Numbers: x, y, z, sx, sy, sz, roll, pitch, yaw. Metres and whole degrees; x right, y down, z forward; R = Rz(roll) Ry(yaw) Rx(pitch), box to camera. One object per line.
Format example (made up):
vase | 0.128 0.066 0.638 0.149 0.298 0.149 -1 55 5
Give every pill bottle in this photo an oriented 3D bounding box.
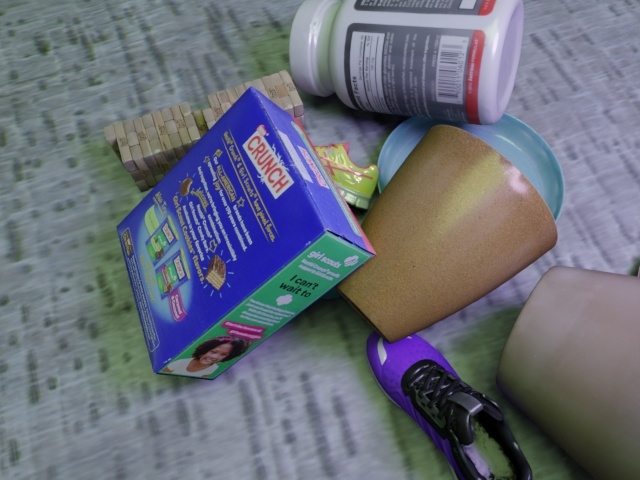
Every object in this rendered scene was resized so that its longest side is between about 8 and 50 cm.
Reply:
pill bottle | 0.142 -0.324 0.941 0.362 0.210 0.210 14 63 25

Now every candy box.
candy box | -0.123 -0.004 0.766 0.317 0.122 0.268 -40 56 21

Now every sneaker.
sneaker | 0.174 0.218 0.728 0.102 0.146 0.293 -34 68 -15
sneaker | 0.008 -0.134 0.936 0.208 0.081 0.094 30 92 4

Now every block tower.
block tower | -0.199 -0.194 0.977 0.335 0.091 0.097 -19 64 -8

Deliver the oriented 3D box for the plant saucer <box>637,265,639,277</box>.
plant saucer | 0.578 0.082 0.855 0.168 0.029 0.169 0 62 1

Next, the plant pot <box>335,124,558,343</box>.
plant pot | 0.147 0.015 0.760 0.254 0.237 0.237 -44 70 -6

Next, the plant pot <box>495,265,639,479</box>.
plant pot | 0.390 0.174 0.684 0.280 0.323 0.323 25 65 31

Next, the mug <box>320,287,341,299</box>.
mug | -0.002 0.009 0.865 0.157 0.097 0.129 33 68 16

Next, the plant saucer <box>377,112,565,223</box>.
plant saucer | 0.255 -0.101 0.947 0.317 0.044 0.318 -1 62 1
